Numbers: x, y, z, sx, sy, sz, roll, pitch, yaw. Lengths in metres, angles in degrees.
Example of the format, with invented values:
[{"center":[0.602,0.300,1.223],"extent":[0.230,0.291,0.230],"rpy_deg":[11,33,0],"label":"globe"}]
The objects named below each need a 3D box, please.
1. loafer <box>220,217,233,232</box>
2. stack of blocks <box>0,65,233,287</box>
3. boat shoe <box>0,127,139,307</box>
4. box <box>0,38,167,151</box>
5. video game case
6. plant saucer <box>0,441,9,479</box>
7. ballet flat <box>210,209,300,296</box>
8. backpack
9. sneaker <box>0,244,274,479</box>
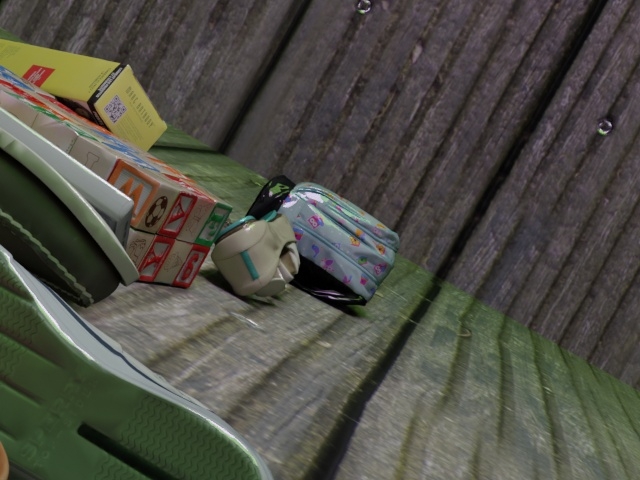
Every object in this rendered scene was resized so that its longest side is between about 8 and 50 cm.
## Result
[{"center":[-0.126,-0.028,2.005],"extent":[0.045,0.039,0.125],"rpy_deg":[31,5,22],"label":"loafer"},{"center":[-0.244,-0.073,1.511],"extent":[0.297,0.087,0.171],"rpy_deg":[31,5,19],"label":"stack of blocks"},{"center":[-0.242,-0.033,1.108],"extent":[0.305,0.091,0.109],"rpy_deg":[33,-23,31],"label":"boat shoe"},{"center":[-0.259,-0.140,1.685],"extent":[0.232,0.058,0.087],"rpy_deg":[17,-32,41],"label":"box"},{"center":[-0.222,-0.046,1.245],"extent":[0.190,0.022,0.173],"rpy_deg":[35,-21,3],"label":"video game case"},{"center":[-0.215,0.058,0.647],"extent":[0.200,0.037,0.200],"rpy_deg":[28,4,-2],"label":"plant saucer"},{"center":[-0.062,0.020,1.766],"extent":[0.086,0.086,0.248],"rpy_deg":[30,6,5],"label":"ballet flat"},{"center":[0.000,0.000,2.021],"extent":[0.182,0.115,0.152],"rpy_deg":[32,2,-3],"label":"backpack"},{"center":[-0.128,0.075,0.779],"extent":[0.258,0.094,0.091],"rpy_deg":[35,-12,17],"label":"sneaker"}]
